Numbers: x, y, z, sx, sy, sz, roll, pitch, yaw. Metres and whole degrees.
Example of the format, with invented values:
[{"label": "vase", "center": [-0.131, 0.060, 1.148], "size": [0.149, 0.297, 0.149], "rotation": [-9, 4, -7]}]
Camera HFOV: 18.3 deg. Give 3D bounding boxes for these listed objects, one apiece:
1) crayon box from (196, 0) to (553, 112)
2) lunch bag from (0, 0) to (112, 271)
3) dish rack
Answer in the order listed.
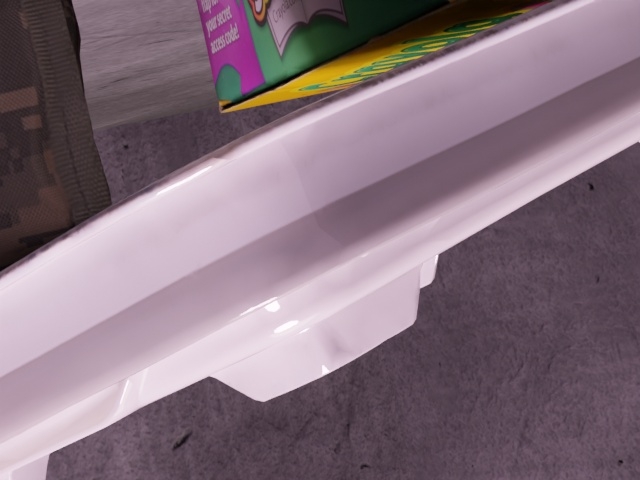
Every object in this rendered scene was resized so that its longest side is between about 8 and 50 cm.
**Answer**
[{"label": "crayon box", "center": [0.134, -0.156, 0.944], "size": [0.313, 0.106, 0.363], "rotation": [-14, -179, -18]}, {"label": "lunch bag", "center": [-0.200, -0.038, 0.719], "size": [0.235, 0.169, 0.287], "rotation": [-15, 177, -7]}, {"label": "dish rack", "center": [0.000, 0.000, 0.685], "size": [0.285, 0.072, 0.333], "rotation": [-26, 180, 44]}]
